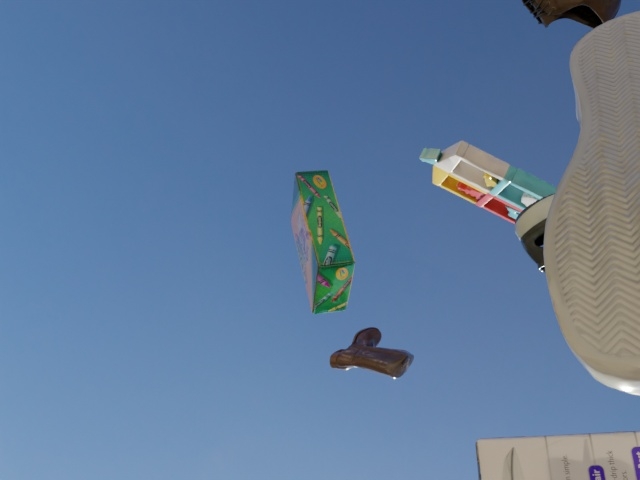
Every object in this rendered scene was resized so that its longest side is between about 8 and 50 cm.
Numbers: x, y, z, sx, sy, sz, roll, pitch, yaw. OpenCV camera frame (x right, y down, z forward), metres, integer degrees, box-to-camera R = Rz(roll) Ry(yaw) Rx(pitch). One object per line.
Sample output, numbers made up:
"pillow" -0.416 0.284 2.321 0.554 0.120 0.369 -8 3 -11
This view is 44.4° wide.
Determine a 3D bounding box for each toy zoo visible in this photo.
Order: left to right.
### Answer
"toy zoo" 0.309 -0.091 1.371 0.293 0.192 0.030 27 -100 2

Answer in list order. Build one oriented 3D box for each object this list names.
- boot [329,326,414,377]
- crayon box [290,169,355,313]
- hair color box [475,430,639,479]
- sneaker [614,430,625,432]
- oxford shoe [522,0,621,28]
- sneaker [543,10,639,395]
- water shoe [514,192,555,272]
"boot" 0.085 0.146 1.025 0.114 0.106 0.037 -5 -71 44
"crayon box" 0.000 0.000 1.719 0.165 0.081 0.278 97 -17 -48
"hair color box" 0.324 0.282 0.734 0.338 0.110 0.185 -5 -123 10
"sneaker" 0.563 0.402 1.411 0.126 0.240 0.091 113 -27 -54
"oxford shoe" 0.302 -0.345 1.058 0.227 0.083 0.096 17 -92 -5
"sneaker" 0.209 0.004 0.468 0.108 0.293 0.169 -9 -51 29
"water shoe" 0.305 -0.026 0.815 0.203 0.073 0.080 -23 -109 1
